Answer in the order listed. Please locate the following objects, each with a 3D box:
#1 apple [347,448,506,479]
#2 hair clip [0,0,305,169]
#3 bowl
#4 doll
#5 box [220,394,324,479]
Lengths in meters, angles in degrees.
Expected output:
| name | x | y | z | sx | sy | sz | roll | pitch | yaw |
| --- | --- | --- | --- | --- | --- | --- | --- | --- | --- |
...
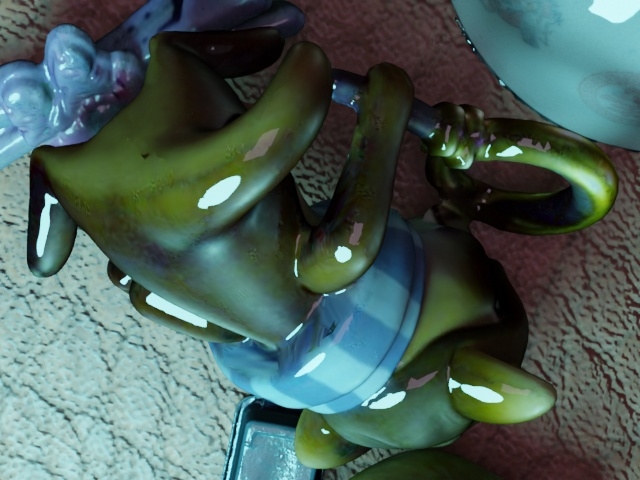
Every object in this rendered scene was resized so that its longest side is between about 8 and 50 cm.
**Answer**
| name | x | y | z | sx | sy | sz | roll | pitch | yaw |
| --- | --- | --- | --- | --- | --- | --- | --- | --- | --- |
| apple | 0.067 | 0.254 | 1.086 | 0.207 | 0.174 | 0.188 | -5 | 124 | -43 |
| hair clip | -0.131 | -0.126 | 1.070 | 0.278 | 0.137 | 0.090 | -36 | 61 | 2 |
| bowl | 0.254 | -0.224 | 1.043 | 0.345 | 0.157 | 0.345 | 0 | 96 | -1 |
| doll | 0.000 | -0.004 | 1.021 | 0.340 | 0.209 | 0.318 | 38 | 128 | -23 |
| box | -0.033 | 0.168 | 1.132 | 0.074 | 0.054 | 0.099 | 11 | 96 | -4 |
